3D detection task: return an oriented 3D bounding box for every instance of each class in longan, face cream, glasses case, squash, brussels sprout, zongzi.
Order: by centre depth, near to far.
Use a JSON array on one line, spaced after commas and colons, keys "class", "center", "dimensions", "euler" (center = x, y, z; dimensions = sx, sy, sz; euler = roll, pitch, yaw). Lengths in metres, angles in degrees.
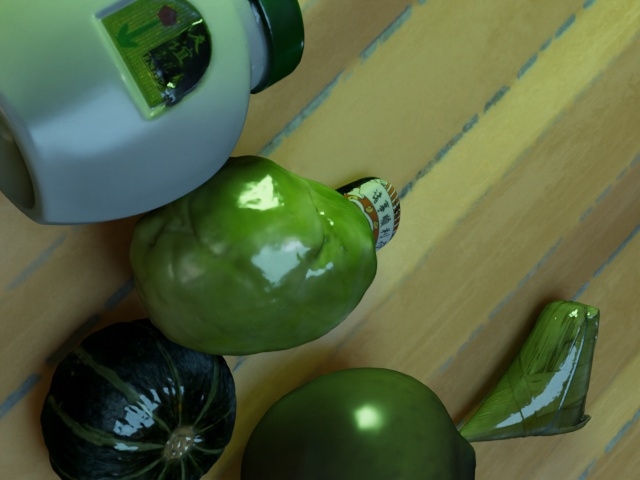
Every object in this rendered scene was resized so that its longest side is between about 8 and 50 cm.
[{"class": "face cream", "center": [-0.215, -0.195, 1.641], "dimensions": [0.357, 0.219, 0.312], "euler": [-35, 102, -28]}, {"class": "brussels sprout", "center": [-0.095, 0.014, 1.791], "dimensions": [0.273, 0.316, 0.243], "euler": [-20, 113, -60]}, {"class": "squash", "center": [-0.224, 0.218, 1.874], "dimensions": [0.252, 0.165, 0.252], "euler": [-24, 127, -35]}, {"class": "glasses case", "center": [0.000, 0.000, 2.029], "dimensions": [0.266, 0.067, 0.103], "euler": [-29, 127, -27]}, {"class": "longan", "center": [0.063, 0.356, 2.067], "dimensions": [0.361, 0.361, 0.361], "euler": [-17, 120, -34]}, {"class": "zongzi", "center": [0.323, 0.210, 2.380], "dimensions": [0.256, 0.115, 0.228], "euler": [-3, 108, -28]}]
